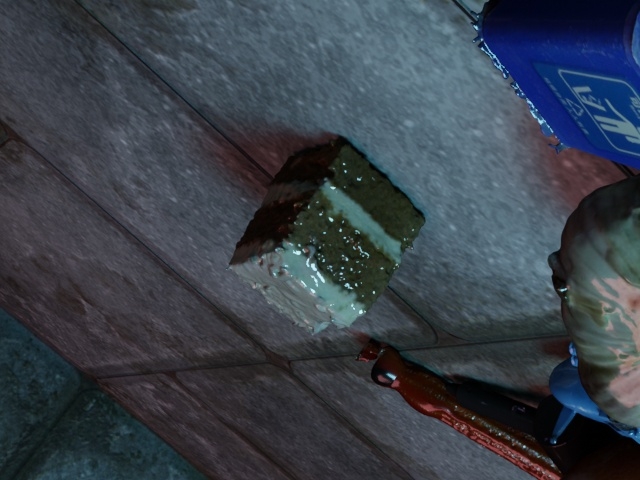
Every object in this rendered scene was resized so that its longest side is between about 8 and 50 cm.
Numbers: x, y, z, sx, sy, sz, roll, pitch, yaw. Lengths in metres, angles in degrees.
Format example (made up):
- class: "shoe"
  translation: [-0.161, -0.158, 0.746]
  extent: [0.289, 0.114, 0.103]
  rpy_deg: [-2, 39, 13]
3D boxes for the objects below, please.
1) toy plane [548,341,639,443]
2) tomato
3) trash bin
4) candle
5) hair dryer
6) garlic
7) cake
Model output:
- class: "toy plane"
  translation: [0.299, 0.147, 1.266]
  extent: [0.254, 0.105, 0.271]
  rpy_deg: [38, 156, -24]
- class: "tomato"
  translation: [0.337, 0.248, 1.365]
  extent: [0.228, 0.112, 0.199]
  rpy_deg: [8, 168, 40]
- class: "trash bin"
  translation: [0.214, -0.122, 0.769]
  extent: [0.162, 0.184, 0.234]
  rpy_deg: [49, 168, -22]
- class: "candle"
  translation: [0.184, 0.218, 1.651]
  extent: [0.329, 0.051, 0.048]
  rpy_deg: [30, 161, 16]
- class: "hair dryer"
  translation: [0.230, 0.210, 1.553]
  extent: [0.248, 0.070, 0.114]
  rpy_deg: [13, 149, 53]
- class: "garlic"
  translation: [0.289, 0.033, 0.975]
  extent: [0.245, 0.160, 0.245]
  rpy_deg: [18, 128, 25]
- class: "cake"
  translation: [0.000, 0.000, 1.347]
  extent: [0.134, 0.147, 0.135]
  rpy_deg: [44, 159, -17]
